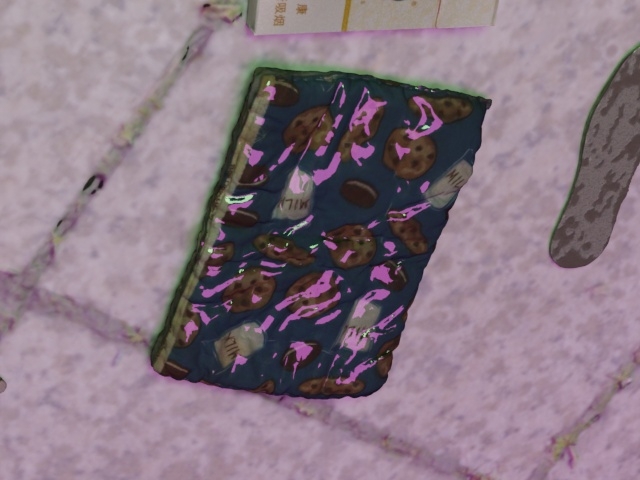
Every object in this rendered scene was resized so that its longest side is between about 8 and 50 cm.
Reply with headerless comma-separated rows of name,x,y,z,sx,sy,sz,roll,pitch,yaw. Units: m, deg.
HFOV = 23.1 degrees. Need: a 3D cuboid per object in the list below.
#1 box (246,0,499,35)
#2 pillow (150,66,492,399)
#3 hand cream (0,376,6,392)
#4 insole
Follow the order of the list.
box,0.039,-0.175,0.979,0.167,0.024,0.090,-5,124,-20
pillow,0.001,0.002,1.081,0.189,0.034,0.255,6,118,-29
hand cream,-0.267,0.067,1.010,0.057,0.037,0.165,-33,136,-1
insole,0.215,-0.062,1.146,0.065,0.006,0.193,2,122,-26
